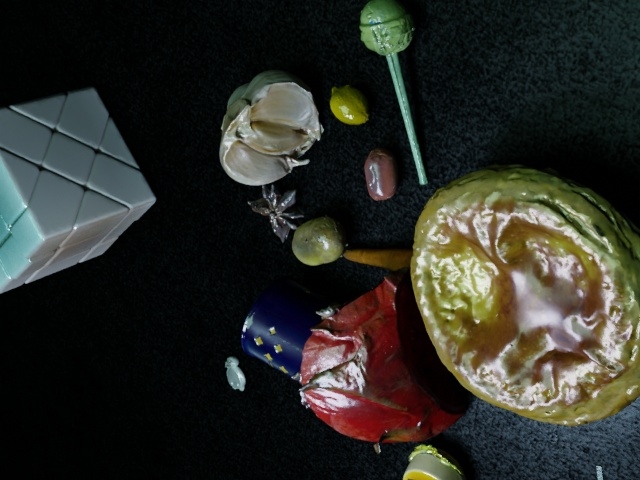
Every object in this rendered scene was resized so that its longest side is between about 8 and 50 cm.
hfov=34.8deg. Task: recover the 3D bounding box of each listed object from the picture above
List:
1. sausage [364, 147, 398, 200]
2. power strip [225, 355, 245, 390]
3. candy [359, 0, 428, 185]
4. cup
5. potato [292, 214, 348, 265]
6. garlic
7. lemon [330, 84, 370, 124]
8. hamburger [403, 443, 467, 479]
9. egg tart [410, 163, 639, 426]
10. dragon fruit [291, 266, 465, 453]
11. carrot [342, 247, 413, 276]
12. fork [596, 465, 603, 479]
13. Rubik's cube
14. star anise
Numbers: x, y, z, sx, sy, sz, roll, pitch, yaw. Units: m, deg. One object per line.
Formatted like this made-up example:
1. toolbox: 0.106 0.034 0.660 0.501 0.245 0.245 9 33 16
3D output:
1. sausage: 0.109 -0.118 1.820 0.059 0.054 0.094 10 115 39
2. power strip: -0.195 0.301 2.293 0.055 0.035 0.083 7 115 40
3. candy: 0.138 -0.247 1.734 0.093 0.092 0.336 -12 111 7
4. cup: 0.016 0.212 2.011 0.256 0.255 0.178 27 87 28
5. potato: 0.000 0.000 1.955 0.138 0.070 0.092 -14 81 59
6. garlic: -0.104 -0.219 1.920 0.229 0.178 0.143 -61 33 20
7. lemon: 0.050 -0.241 1.814 0.092 0.065 0.065 46 132 18
8. hamburger: 0.220 0.452 1.953 0.126 0.081 0.141 -23 104 47
9. egg tart: 0.349 0.075 1.603 0.443 0.178 0.443 18 121 33
10. dragon fruit: 0.102 0.253 1.815 0.282 0.100 0.343 -26 112 3
11. carrot: 0.135 0.039 1.866 0.256 0.061 0.061 1 109 47
12. fork: 0.490 0.500 1.771 0.039 0.021 0.235 0 108 39
13. Rubik's cube: -0.621 -0.114 2.294 0.316 0.318 0.322 -37 81 45
14. star anise: -0.077 -0.068 2.006 0.124 0.056 0.129 48 137 -1
